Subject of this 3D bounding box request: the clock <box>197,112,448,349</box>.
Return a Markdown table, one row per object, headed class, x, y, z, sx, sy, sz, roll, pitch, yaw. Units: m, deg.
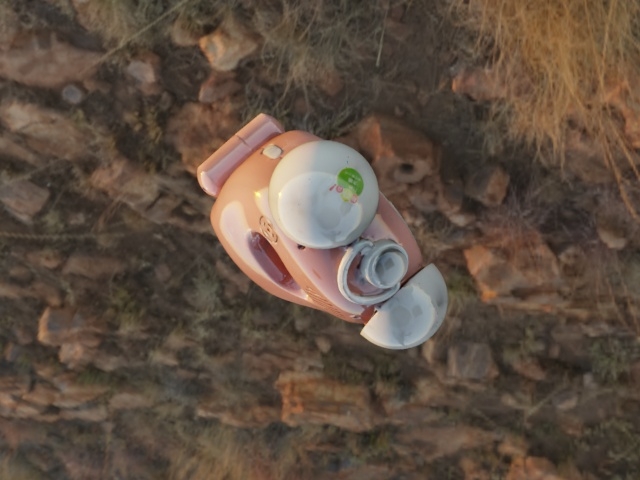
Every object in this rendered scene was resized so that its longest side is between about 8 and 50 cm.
| class | x | y | z | sx | sy | sz | roll | pitch | yaw |
| --- | --- | --- | --- | --- | --- | --- | --- | --- | --- |
| clock | 0.000 | 0.000 | 0.576 | 0.162 | 0.093 | 0.166 | 26 | 157 | 55 |
